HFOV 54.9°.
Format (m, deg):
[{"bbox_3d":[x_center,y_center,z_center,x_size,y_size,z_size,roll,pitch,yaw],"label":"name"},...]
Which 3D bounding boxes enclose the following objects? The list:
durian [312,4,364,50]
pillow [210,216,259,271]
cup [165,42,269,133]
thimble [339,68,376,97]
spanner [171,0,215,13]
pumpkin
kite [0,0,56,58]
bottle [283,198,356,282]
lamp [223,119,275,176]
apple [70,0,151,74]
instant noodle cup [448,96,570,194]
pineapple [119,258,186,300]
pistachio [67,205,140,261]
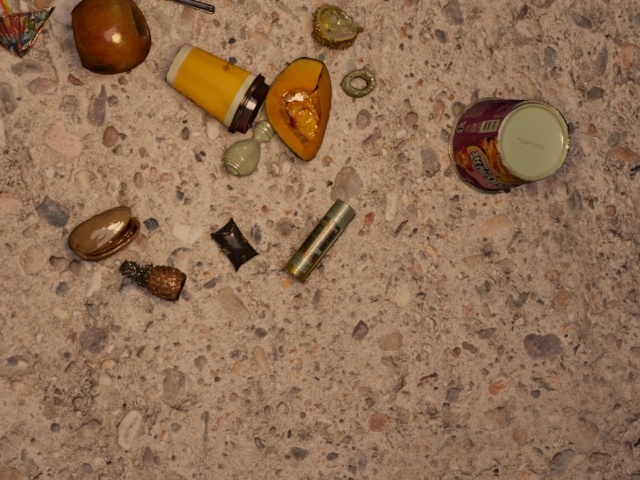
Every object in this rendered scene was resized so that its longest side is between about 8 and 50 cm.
[{"bbox_3d":[0.051,-0.658,1.913,0.208,0.102,0.146,-15,80,-37],"label":"durian"},{"bbox_3d":[-0.267,0.013,1.908,0.090,0.048,0.150,-35,106,0],"label":"pillow"},{"bbox_3d":[-0.297,-0.447,1.799,0.280,0.196,0.196,31,87,-6],"label":"cup"},{"bbox_3d":[0.118,-0.497,1.951,0.110,0.062,0.084,-3,93,-14],"label":"thimble"},{"bbox_3d":[-0.415,-0.715,1.828,0.208,0.012,0.046,12,91,-15],"label":"spanner"},{"bbox_3d":[-0.071,-0.389,1.901,0.169,0.148,0.312,10,81,22],"label":"pumpkin"},{"bbox_3d":[-0.853,-0.603,1.731,0.241,0.014,0.183,-21,97,-11],"label":"kite"},{"bbox_3d":[0.000,0.000,1.954,0.082,0.082,0.286,39,86,-14],"label":"bottle"},{"bbox_3d":[-0.214,-0.277,1.875,0.106,0.106,0.193,41,75,-14],"label":"lamp"},{"bbox_3d":[-0.582,-0.559,1.689,0.207,0.237,0.237,-18,99,7],"label":"apple"},{"bbox_3d":[0.623,-0.312,1.988,0.340,0.266,0.340,-1,95,-15],"label":"instant noodle cup"},{"bbox_3d":[-0.502,0.108,1.838,0.198,0.108,0.108,22,89,-1],"label":"pineapple"},{"bbox_3d":[-0.627,-0.020,1.787,0.206,0.131,0.129,-33,146,-14],"label":"pistachio"}]
